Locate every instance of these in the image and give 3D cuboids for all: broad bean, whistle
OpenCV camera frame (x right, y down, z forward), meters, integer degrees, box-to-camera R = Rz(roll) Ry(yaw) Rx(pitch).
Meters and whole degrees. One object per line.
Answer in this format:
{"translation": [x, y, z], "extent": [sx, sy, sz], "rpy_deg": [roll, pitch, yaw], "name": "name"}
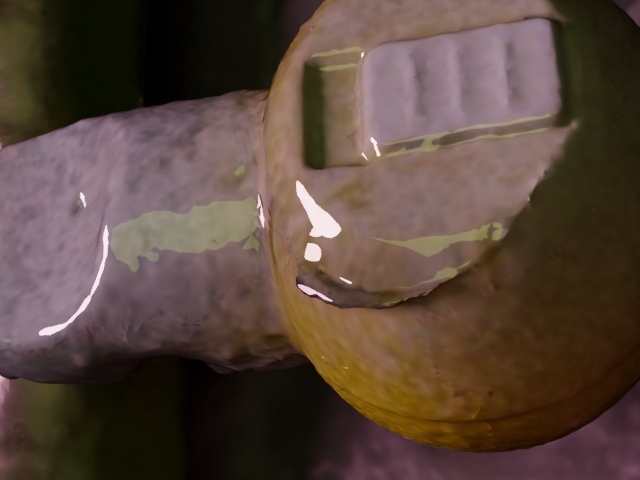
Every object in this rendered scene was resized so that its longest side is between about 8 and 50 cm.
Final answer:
{"translation": [-0.077, -0.017, 0.559], "extent": [0.077, 0.061, 0.339], "rpy_deg": [-6, 81, 13], "name": "broad bean"}
{"translation": [0.000, 0.000, 0.487], "extent": [0.223, 0.123, 0.122], "rpy_deg": [-9, 80, 14], "name": "whistle"}
